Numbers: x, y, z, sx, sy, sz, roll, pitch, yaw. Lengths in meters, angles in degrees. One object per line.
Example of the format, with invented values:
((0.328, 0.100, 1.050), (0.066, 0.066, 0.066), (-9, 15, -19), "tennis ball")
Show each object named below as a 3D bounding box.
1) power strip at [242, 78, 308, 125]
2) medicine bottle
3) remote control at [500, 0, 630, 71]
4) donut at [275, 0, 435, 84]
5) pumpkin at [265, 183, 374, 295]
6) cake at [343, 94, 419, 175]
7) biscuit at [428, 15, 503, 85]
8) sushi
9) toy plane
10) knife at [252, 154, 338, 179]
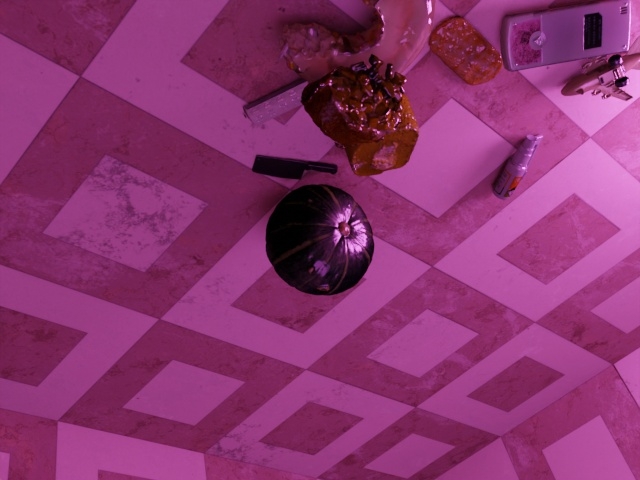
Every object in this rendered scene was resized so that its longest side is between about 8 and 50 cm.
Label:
((-0.083, -0.368, 1.842), (0.253, 0.027, 0.060), (-24, 137, 8), "power strip")
((0.609, -0.227, 2.191), (0.092, 0.061, 0.220), (-19, 144, -36), "medicine bottle")
((0.634, -0.534, 1.852), (0.344, 0.050, 0.145), (-10, 114, -6), "remote control")
((0.101, -0.505, 1.668), (0.307, 0.150, 0.371), (24, 125, -34), "donut")
((0.000, 0.000, 2.034), (0.323, 0.323, 0.241), (10, 154, -26), "pumpkin")
((0.148, -0.273, 1.895), (0.179, 0.156, 0.260), (-10, 158, -9), "cake")
((0.381, -0.487, 1.864), (0.247, 0.029, 0.118), (28, 122, -38), "biscuit")
((0.083, -0.317, 1.651), (0.296, 0.166, 0.179), (26, 154, -32), "sushi")
((0.786, -0.461, 1.979), (0.244, 0.092, 0.229), (-29, 120, 8), "toy plane")
((-0.071, -0.202, 2.030), (0.245, 0.019, 0.072), (5, 137, -18), "knife")
